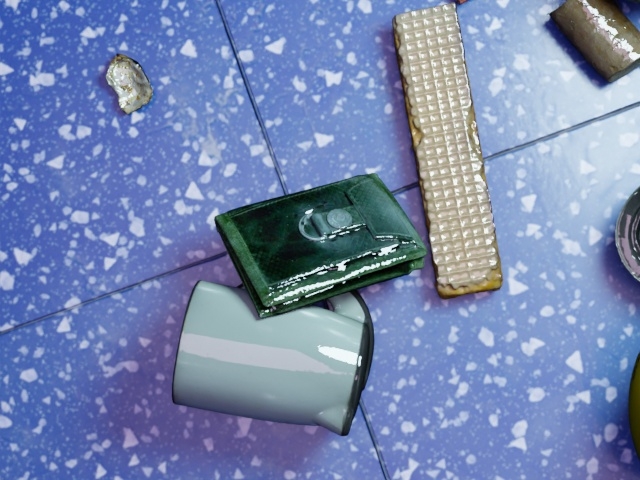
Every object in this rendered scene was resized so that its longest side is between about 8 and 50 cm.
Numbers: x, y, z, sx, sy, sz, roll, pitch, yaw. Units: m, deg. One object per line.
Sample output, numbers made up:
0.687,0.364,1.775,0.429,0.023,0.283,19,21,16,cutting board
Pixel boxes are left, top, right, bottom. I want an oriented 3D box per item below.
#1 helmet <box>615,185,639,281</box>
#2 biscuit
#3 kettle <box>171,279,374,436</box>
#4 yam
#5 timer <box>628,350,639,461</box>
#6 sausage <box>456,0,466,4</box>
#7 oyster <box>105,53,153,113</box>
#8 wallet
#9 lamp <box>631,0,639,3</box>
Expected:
0.469,-0.020,1.755,0.177,0.107,0.153,-30,88,19,helmet
0.165,-0.115,1.797,0.094,0.054,0.378,-10,86,3,biscuit
-0.050,0.128,1.751,0.237,0.161,0.221,11,56,4,kettle
0.365,-0.271,1.786,0.084,0.084,0.127,-37,84,0,yam
0.553,0.160,1.617,0.376,0.376,0.386,25,94,4,timer
0.233,-0.357,1.821,0.129,0.034,0.034,-28,85,0,sausage
-0.257,-0.213,1.842,0.054,0.019,0.083,-26,87,2,oyster
0.000,-0.002,1.740,0.236,0.055,0.160,-15,57,-23,wallet
0.427,-0.427,1.710,0.233,0.233,0.265,31,65,4,lamp
